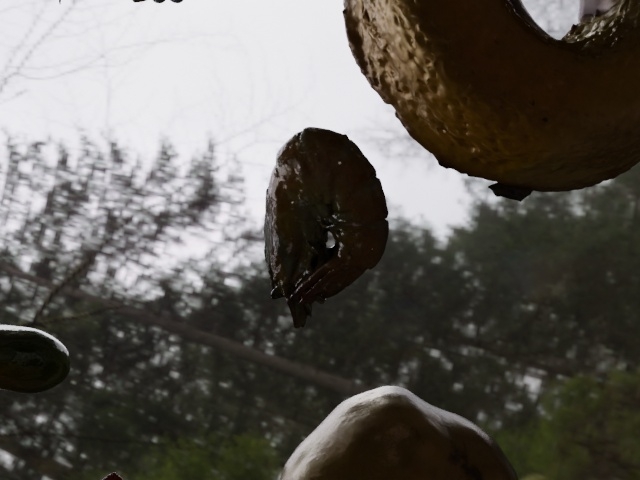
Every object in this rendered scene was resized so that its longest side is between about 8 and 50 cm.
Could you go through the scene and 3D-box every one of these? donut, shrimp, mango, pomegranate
[{"bbox_3d":[0.259,-0.255,1.278,0.435,0.163,0.377,-30,-93,-14],"label":"donut"},{"bbox_3d":[-0.001,0.001,1.027,0.051,0.115,0.217,-30,-33,-38],"label":"shrimp"},{"bbox_3d":[-0.403,0.143,1.561,0.191,0.122,0.085,22,-92,-47],"label":"mango"},{"bbox_3d":[0.099,0.360,1.631,0.332,0.332,0.332,-10,-76,-43],"label":"pomegranate"}]

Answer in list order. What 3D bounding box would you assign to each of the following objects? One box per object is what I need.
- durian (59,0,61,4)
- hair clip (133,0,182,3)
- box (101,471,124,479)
[{"bbox_3d":[-0.266,-0.443,1.281,0.157,0.355,0.169,17,-132,-12],"label":"durian"},{"bbox_3d":[-0.132,-0.338,1.527,0.214,0.056,0.062,-19,-94,-11],"label":"hair clip"},{"bbox_3d":[-0.185,0.381,1.419,0.050,0.229,0.123,-28,-41,-41],"label":"box"}]
